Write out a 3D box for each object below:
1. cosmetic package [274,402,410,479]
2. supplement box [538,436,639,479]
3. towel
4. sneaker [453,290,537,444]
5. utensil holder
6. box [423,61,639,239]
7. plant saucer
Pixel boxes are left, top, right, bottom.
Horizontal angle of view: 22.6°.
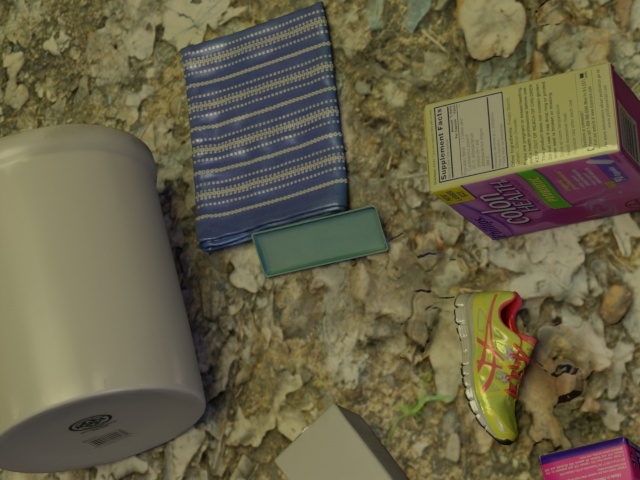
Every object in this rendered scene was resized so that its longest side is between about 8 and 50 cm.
[{"bbox_3d":[0.057,0.333,2.050,0.117,0.085,0.231,-43,58,9],"label":"cosmetic package"},{"bbox_3d":[0.342,0.354,1.874,0.114,0.111,0.220,-16,68,21],"label":"supplement box"},{"bbox_3d":[-0.086,-0.163,2.308,0.243,0.040,0.336,-16,67,22],"label":"towel"},{"bbox_3d":[0.229,0.153,2.017,0.094,0.081,0.209,-17,67,20],"label":"sneaker"},{"bbox_3d":[-0.347,0.086,2.201,0.327,0.327,0.386,-25,65,19],"label":"utensil holder"},{"bbox_3d":[0.282,-0.104,1.992,0.243,0.213,0.117,-11,69,24],"label":"box"},{"bbox_3d":[0.000,0.000,2.208,0.192,0.018,0.067,-13,102,24],"label":"plant saucer"}]
